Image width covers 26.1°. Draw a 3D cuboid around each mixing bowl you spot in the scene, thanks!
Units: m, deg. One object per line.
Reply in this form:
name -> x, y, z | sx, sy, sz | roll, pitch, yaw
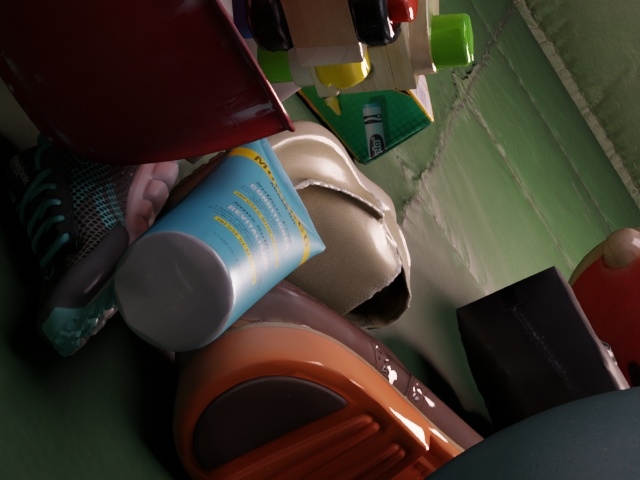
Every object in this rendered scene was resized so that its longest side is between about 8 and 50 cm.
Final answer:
mixing bowl -> -0.098, -0.101, 0.626 | 0.181, 0.098, 0.181 | 58, 1, -2

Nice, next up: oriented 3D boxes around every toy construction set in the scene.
toy construction set -> -0.004, -0.207, 0.721 | 0.328, 0.151, 0.215 | 56, 33, -36

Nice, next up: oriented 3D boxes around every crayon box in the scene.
crayon box -> -0.015, -0.218, 1.190 | 0.278, 0.081, 0.165 | 48, 21, -31

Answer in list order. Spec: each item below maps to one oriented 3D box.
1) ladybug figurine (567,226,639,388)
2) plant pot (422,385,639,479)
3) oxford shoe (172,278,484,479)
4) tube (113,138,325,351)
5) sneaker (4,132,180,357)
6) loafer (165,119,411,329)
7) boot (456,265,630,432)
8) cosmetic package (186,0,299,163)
ladybug figurine -> 0.377, 0.186, 1.307 | 0.449, 0.305, 0.162 | 54, 42, -14
plant pot -> 0.104, 0.204, 0.598 | 0.293, 0.196, 0.293 | -3, 90, -79
oxford shoe -> 0.058, 0.138, 0.775 | 0.364, 0.130, 0.133 | 49, 15, -31
tube -> -0.040, -0.003, 0.666 | 0.080, 0.052, 0.207 | 66, 17, -9
sneaker -> -0.120, -0.010, 0.658 | 0.076, 0.065, 0.166 | 33, 25, -16
loafer -> 0.000, 0.000, 0.865 | 0.092, 0.102, 0.268 | 60, 17, 20
boot -> 0.234, 0.278, 1.002 | 0.445, 0.146, 0.367 | -120, -162, -57
cosmetic package -> -0.120, -0.159, 0.796 | 0.238, 0.107, 0.127 | 31, 30, -50
